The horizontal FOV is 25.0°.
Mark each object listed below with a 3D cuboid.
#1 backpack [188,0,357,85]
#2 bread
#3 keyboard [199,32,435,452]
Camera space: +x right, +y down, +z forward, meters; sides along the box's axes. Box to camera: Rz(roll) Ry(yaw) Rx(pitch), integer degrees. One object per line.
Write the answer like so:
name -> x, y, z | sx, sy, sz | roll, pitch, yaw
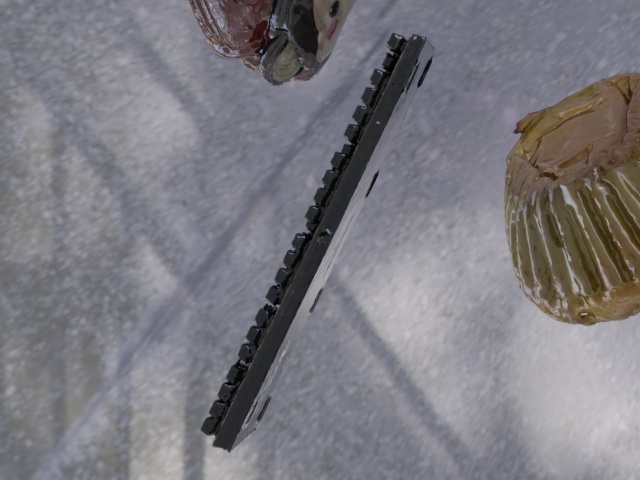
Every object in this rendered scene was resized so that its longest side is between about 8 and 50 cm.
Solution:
backpack -> -0.046, -0.258, 1.260 | 0.139, 0.229, 0.229 | 13, 111, 32
bread -> 0.285, -0.046, 1.377 | 0.274, 0.274, 0.149 | -29, 114, 26
keyboard -> 0.000, 0.000, 1.021 | 0.027, 0.106, 0.317 | 27, 96, 8
